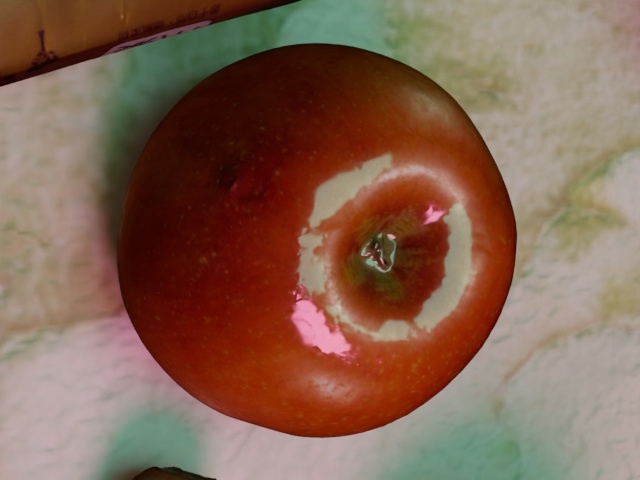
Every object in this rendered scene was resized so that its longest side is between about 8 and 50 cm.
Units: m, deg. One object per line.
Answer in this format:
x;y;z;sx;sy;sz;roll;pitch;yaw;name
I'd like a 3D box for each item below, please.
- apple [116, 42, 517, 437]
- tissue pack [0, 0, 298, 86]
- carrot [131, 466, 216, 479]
0.000;0.000;0.651;0.163;0.139;0.163;-3;95;-36;apple
-0.091;-0.164;0.610;0.226;0.092;0.183;-21;104;-32;tissue pack
-0.086;0.264;0.656;0.070;0.070;0.342;11;88;-34;carrot
